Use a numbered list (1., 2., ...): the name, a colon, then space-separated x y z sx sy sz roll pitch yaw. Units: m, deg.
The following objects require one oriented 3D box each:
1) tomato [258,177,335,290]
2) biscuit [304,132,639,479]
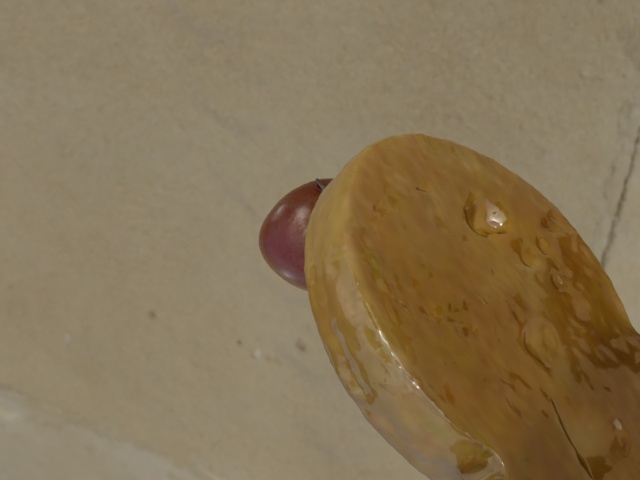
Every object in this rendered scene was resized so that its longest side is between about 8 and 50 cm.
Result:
1. tomato: 0.000 0.000 1.417 0.167 0.167 0.167 12 126 18
2. biscuit: 0.124 0.098 0.551 0.355 0.275 0.052 51 128 7
